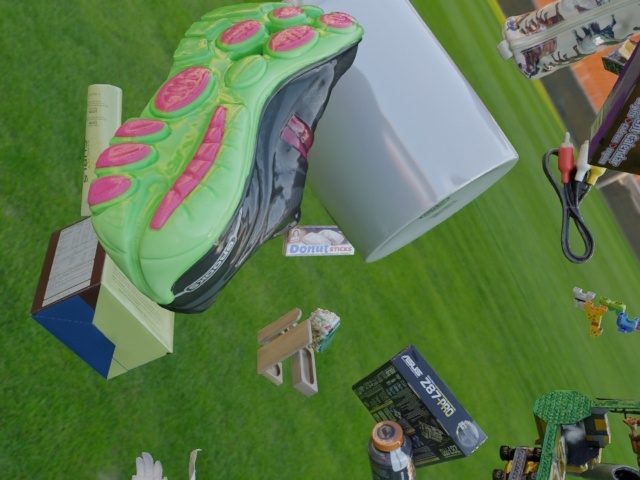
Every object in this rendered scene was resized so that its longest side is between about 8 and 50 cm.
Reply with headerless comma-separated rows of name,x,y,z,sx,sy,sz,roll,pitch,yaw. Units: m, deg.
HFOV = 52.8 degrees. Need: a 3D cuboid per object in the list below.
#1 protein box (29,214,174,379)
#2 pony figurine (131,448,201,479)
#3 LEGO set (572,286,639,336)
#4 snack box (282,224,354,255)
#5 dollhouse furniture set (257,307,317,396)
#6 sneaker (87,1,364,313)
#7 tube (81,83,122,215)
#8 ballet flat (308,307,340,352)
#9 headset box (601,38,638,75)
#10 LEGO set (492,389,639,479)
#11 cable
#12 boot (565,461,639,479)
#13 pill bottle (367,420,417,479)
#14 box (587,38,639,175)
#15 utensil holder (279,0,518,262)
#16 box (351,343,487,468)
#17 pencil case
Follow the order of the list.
protein box,-0.362,0.088,1.110,0.201,0.136,0.199,-102,165,-48
pony figurine,-0.329,0.698,1.538,0.364,0.303,0.350,27,54,-31
LEGO set,0.778,0.217,1.741,0.087,0.227,0.093,-26,126,-43
snack box,0.000,0.000,1.399,0.178,0.022,0.064,-1,105,-34
dollhouse furniture set,-0.027,0.209,1.252,0.151,0.123,0.144,43,23,-32
sneaker,-0.088,-0.121,0.741,0.202,0.185,0.482,88,26,-48
tube,-0.401,-0.163,1.187,0.062,0.070,0.240,3,89,-24
ballet flat,0.002,0.224,1.653,0.077,0.091,0.241,37,-22,10
headset box,0.566,-0.335,1.187,0.032,0.062,0.083,54,5,-36
LEGO set,0.351,0.282,0.614,0.255,0.332,0.192,-53,129,-61
cable,0.546,-0.097,1.400,0.072,0.140,0.287,50,50,-77
boot,0.725,0.617,1.726,0.208,0.190,0.075,140,-43,-80
pill bottle,0.204,0.630,1.855,0.130,0.131,0.245,-81,163,-54
box,0.387,-0.152,0.563,0.293,0.201,0.057,90,15,-60
utensil holder,0.092,-0.201,1.078,0.385,0.328,0.328,57,23,10
box,0.264,0.490,1.854,0.097,0.395,0.318,-31,77,-25
pencil case,0.602,-0.486,1.398,0.184,0.411,0.159,-8,84,-50
